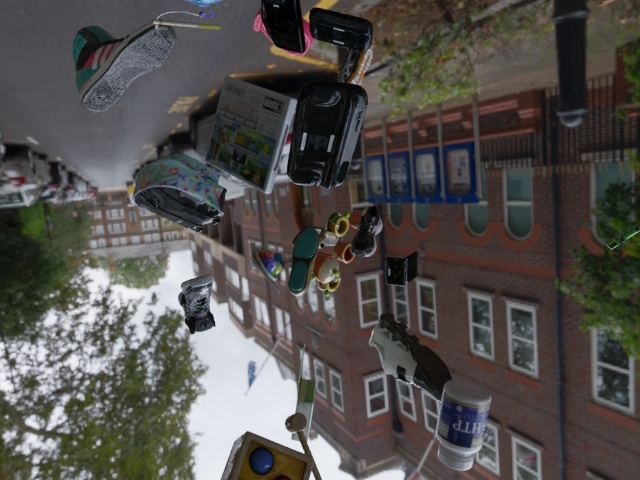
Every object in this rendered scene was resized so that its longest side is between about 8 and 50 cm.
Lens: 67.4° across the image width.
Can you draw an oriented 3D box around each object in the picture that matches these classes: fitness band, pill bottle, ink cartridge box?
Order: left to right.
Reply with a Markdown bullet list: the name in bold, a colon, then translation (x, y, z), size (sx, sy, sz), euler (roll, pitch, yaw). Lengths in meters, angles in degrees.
- **fitness band**: translation (-0.126, -0.726, 1.658), size (0.209, 0.054, 0.291), euler (25, 180, -14)
- **ink cartridge box**: translation (-0.042, 0.441, 1.414), size (0.056, 0.235, 0.171), euler (10, -175, 1)
- **pill bottle**: translation (0.340, 0.444, 1.158), size (0.112, 0.186, 0.112), euler (7, -172, -1)

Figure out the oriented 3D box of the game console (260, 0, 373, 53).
- **game console**: translation (-0.015, -0.646, 1.459), size (0.361, 0.044, 0.213), euler (20, 159, 12)

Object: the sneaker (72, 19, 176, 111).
- **sneaker**: translation (-0.494, -0.471, 1.176), size (0.295, 0.178, 0.124), euler (-34, 161, 14)

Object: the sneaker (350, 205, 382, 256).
- **sneaker**: translation (0.121, -0.031, 1.301), size (0.072, 0.077, 0.178), euler (3, -141, 16)

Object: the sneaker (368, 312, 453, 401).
- **sneaker**: translation (0.276, 0.390, 1.497), size (0.122, 0.146, 0.330), euler (1, -144, -42)

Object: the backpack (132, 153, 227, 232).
- **backpack**: translation (-0.443, -0.155, 1.499), size (0.225, 0.191, 0.253), euler (-18, 153, 39)

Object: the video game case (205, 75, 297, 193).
- **video game case**: translation (-0.235, -0.347, 1.550), size (0.329, 0.300, 0.036), euler (29, -160, 35)

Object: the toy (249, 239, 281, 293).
- **toy**: translation (-0.167, 0.068, 1.553), size (0.056, 0.137, 0.237), euler (-39, -160, 0)

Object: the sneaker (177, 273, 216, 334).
- **sneaker**: translation (-0.374, 0.205, 1.504), size (0.101, 0.153, 0.268), euler (-15, 166, -28)

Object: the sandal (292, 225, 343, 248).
- **sandal**: translation (0.000, 0.000, 1.723), size (0.219, 0.090, 0.060), euler (4, -148, -39)

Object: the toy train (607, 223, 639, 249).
- **toy train**: translation (0.703, -0.008, 1.110), size (0.083, 0.017, 0.024), euler (-45, 177, 34)

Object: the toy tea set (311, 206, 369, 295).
- **toy tea set**: translation (0.082, 0.025, 1.597), size (0.124, 0.336, 0.200), euler (21, 170, 40)

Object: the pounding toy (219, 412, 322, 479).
- **pounding toy**: translation (-0.060, 0.385, 0.813), size (0.181, 0.206, 0.094), euler (26, 141, -9)

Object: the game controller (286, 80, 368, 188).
- **game controller**: translation (0.010, -0.255, 1.211), size (0.167, 0.319, 0.067), euler (9, -131, -6)

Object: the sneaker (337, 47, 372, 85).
- **sneaker**: translation (0.088, -0.521, 1.521), size (0.083, 0.214, 0.084), euler (25, 177, 19)

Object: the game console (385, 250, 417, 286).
- **game console**: translation (0.297, 0.100, 1.758), size (0.107, 0.122, 0.071), euler (5, -146, 16)

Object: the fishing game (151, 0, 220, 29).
- **fishing game**: translation (-0.176, -0.460, 0.743), size (0.041, 0.264, 0.189), euler (42, -138, 21)

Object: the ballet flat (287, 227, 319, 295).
- **ballet flat**: translation (-0.048, 0.064, 1.356), size (0.073, 0.206, 0.067), euler (11, 154, 13)
